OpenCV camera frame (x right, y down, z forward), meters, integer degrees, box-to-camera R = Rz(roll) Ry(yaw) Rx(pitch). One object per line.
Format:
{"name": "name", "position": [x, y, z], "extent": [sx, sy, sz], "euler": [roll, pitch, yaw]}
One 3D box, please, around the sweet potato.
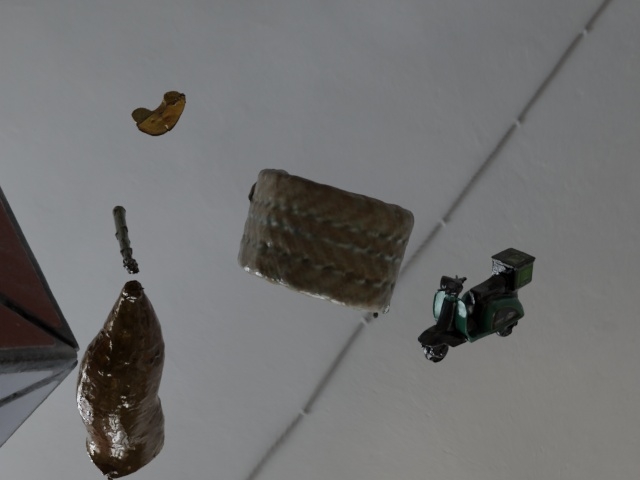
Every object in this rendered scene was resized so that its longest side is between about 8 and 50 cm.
{"name": "sweet potato", "position": [-0.290, 0.192, 1.344], "extent": [0.131, 0.336, 0.131], "euler": [4, -145, -3]}

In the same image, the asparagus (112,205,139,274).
{"name": "asparagus", "position": [-0.289, 0.000, 1.371], "extent": [0.024, 0.025, 0.248], "euler": [-27, -153, -4]}

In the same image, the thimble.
{"name": "thimble", "position": [0.000, 0.000, 1.174], "extent": [0.229, 0.196, 0.148], "euler": [17, -90, 39]}

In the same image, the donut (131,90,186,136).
{"name": "donut", "position": [-0.254, -0.206, 1.463], "extent": [0.038, 0.067, 0.083], "euler": [34, -83, 42]}

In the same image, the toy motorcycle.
{"name": "toy motorcycle", "position": [0.178, 0.076, 1.084], "extent": [0.173, 0.100, 0.058], "euler": [-20, -150, -36]}

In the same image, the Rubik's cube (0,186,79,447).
{"name": "Rubik's cube", "position": [-0.428, 0.091, 0.870], "extent": [0.260, 0.255, 0.259], "euler": [-48, -118, 24]}
